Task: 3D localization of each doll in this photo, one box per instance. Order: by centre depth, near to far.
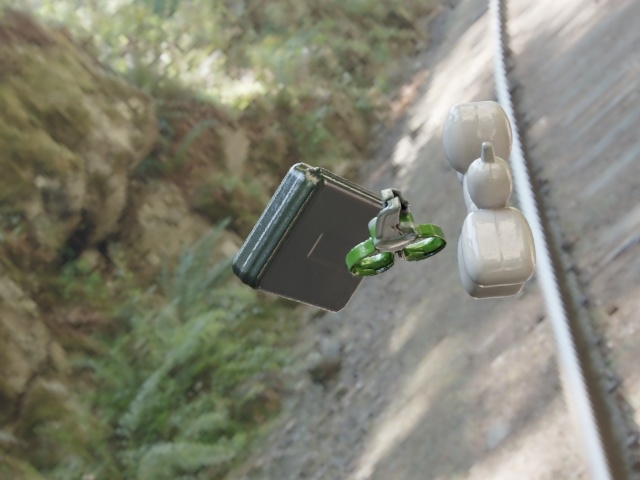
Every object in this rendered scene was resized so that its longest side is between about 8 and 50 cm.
[{"bbox_3d":[0.134,-0.035,1.103,0.059,0.160,0.161,-6,-7,3],"label":"doll"}]

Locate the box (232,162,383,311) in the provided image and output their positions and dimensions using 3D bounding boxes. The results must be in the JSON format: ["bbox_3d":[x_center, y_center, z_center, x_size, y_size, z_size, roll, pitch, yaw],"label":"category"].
[{"bbox_3d":[0.000,0.000,1.617,0.160,0.050,0.230,-58,-29,7],"label":"box"}]

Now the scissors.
[{"bbox_3d":[0.067,-0.009,1.268,0.101,0.027,0.204,-20,-17,1],"label":"scissors"}]
